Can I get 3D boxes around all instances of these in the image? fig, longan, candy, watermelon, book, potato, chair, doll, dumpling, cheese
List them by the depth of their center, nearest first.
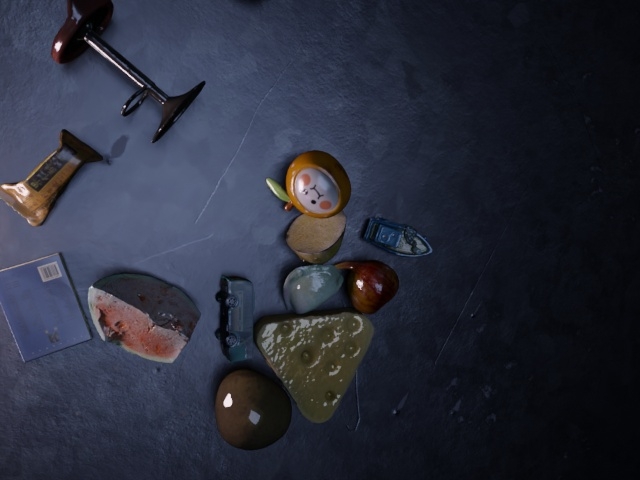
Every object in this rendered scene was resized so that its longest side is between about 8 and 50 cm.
[{"bbox_3d":[-0.529,-0.475,1.445,0.401,0.226,0.226,42,83,-16],"label":"chair"},{"bbox_3d":[-0.737,-0.173,1.479,0.271,0.101,0.143,-47,112,-1],"label":"candy"},{"bbox_3d":[-0.784,0.189,1.538,0.191,0.025,0.269,-19,101,-13],"label":"book"},{"bbox_3d":[-0.508,0.205,1.542,0.305,0.180,0.223,31,72,-16],"label":"watermelon"},{"bbox_3d":[-0.201,0.515,1.657,0.246,0.215,0.245,5,84,-52],"label":"longan"},{"bbox_3d":[-0.029,-0.155,1.659,0.236,0.213,0.213,-29,106,25],"label":"doll"},{"bbox_3d":[0.000,0.000,1.705,0.117,0.182,0.202,70,34,-42],"label":"potato"},{"bbox_3d":[-0.040,0.140,1.707,0.217,0.105,0.149,-37,99,13],"label":"dumpling"},{"bbox_3d":[0.144,0.123,1.751,0.175,0.175,0.207,-39,85,-10],"label":"fig"},{"bbox_3d":[0.008,0.346,1.751,0.384,0.104,0.383,-2,97,-16],"label":"cheese"}]

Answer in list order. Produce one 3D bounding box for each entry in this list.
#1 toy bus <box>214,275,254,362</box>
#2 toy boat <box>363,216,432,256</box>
[{"bbox_3d":[-0.260,0.239,1.672,0.109,0.091,0.261,-2,97,-27],"label":"toy bus"},{"bbox_3d":[0.264,-0.003,1.797,0.238,0.098,0.109,18,93,-18],"label":"toy boat"}]
